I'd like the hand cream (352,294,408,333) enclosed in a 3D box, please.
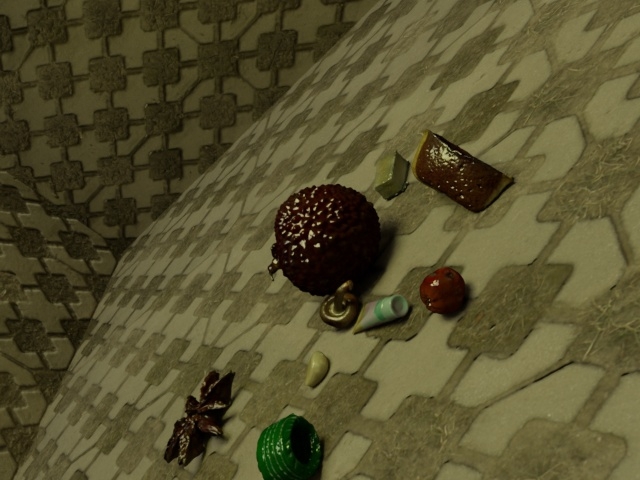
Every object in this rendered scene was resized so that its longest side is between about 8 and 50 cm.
[{"bbox_3d":[0.121,0.153,1.525,0.174,0.047,0.076,-30,31,60],"label":"hand cream"}]

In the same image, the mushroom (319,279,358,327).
[{"bbox_3d":[0.053,0.142,1.619,0.088,0.072,0.130,-95,29,-46],"label":"mushroom"}]

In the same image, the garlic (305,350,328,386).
[{"bbox_3d":[-0.010,0.281,1.583,0.053,0.041,0.083,-18,47,62],"label":"garlic"}]

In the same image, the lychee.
[{"bbox_3d":[0.000,0.000,1.698,0.300,0.264,0.264,-29,26,7],"label":"lychee"}]

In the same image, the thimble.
[{"bbox_3d":[-0.060,0.405,1.391,0.090,0.118,0.130,-35,46,27],"label":"thimble"}]

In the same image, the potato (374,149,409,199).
[{"bbox_3d":[0.183,-0.168,1.861,0.086,0.061,0.122,-31,31,37],"label":"potato"}]

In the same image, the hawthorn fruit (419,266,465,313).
[{"bbox_3d":[0.232,0.093,1.354,0.093,0.093,0.093,-42,24,24],"label":"hawthorn fruit"}]

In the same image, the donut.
[{"bbox_3d":[0.273,-0.155,1.561,0.112,0.151,0.295,-60,22,6],"label":"donut"}]

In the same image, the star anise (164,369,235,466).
[{"bbox_3d":[-0.303,0.450,1.838,0.288,0.088,0.288,-39,26,24],"label":"star anise"}]
